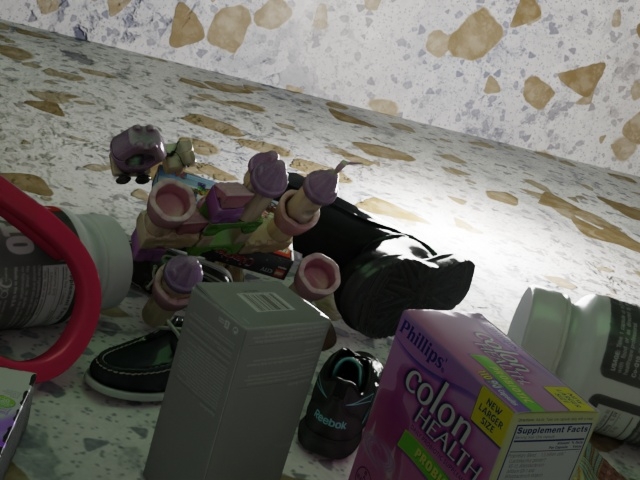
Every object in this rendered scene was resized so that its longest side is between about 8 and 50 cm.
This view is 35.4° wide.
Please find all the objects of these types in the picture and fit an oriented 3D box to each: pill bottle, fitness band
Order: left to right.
[{"bbox_3d":[-0.387,0.044,1.173,0.054,0.209,0.291,-7,-40,45],"label":"fitness band"},{"bbox_3d":[-0.400,0.035,1.315,0.161,0.161,0.283,31,23,37],"label":"pill bottle"},{"bbox_3d":[0.466,0.200,1.518,0.361,0.204,0.204,18,18,3],"label":"pill bottle"}]

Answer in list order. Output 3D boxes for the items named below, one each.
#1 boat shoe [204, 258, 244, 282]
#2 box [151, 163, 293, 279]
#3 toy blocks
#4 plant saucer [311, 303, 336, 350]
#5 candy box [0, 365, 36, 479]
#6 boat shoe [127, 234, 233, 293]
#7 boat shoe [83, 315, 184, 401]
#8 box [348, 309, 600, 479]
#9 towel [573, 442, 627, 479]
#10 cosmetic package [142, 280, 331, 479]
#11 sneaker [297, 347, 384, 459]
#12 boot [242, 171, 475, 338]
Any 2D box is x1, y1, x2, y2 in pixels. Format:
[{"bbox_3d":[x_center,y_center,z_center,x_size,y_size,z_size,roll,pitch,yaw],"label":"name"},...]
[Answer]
[{"bbox_3d":[-0.160,0.052,1.661,0.045,0.050,0.135,5,11,-21],"label":"boat shoe"},{"bbox_3d":[-0.160,-0.031,1.622,0.233,0.044,0.159,17,33,-18],"label":"box"},{"bbox_3d":[-0.123,-0.062,1.432,0.288,0.260,0.309,-3,66,-27],"label":"toy blocks"},{"bbox_3d":[-0.052,0.123,1.575,0.168,0.029,0.168,15,17,-5],"label":"plant saucer"},{"bbox_3d":[-0.393,0.190,1.015,0.164,0.070,0.196,13,19,-8],"label":"candy box"},{"bbox_3d":[-0.238,0.050,1.546,0.219,0.078,0.070,14,17,-12],"label":"boat shoe"},{"bbox_3d":[-0.172,0.139,1.321,0.114,0.091,0.302,29,22,34],"label":"boat shoe"},{"bbox_3d":[0.154,0.232,1.095,0.117,0.243,0.213,6,22,-31],"label":"box"},{"bbox_3d":[0.350,0.366,1.029,0.271,0.040,0.370,45,20,-1],"label":"towel"},{"bbox_3d":[-0.092,0.170,1.075,0.127,0.238,0.107,1,26,-46],"label":"cosmetic package"},{"bbox_3d":[0.047,0.193,1.336,0.101,0.106,0.267,18,17,7],"label":"sneaker"},{"bbox_3d":[0.001,0.000,1.784,0.445,0.146,0.367,31,17,31],"label":"boot"}]
